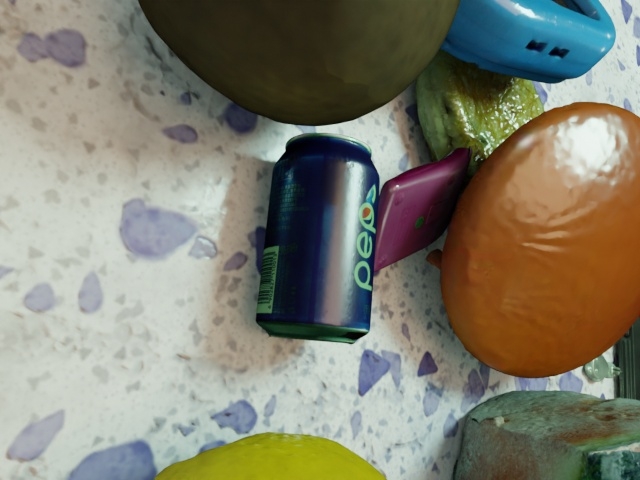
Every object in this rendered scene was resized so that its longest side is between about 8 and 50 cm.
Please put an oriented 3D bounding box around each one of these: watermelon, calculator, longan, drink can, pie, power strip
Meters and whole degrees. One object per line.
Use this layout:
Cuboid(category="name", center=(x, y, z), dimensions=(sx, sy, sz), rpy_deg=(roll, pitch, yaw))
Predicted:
Cuboid(category="watermelon", center=(0.285, 0.293, 0.633), dimensions=(0.228, 0.388, 0.258), rpy_deg=(5, 37, -12))
Cuboid(category="calculator", center=(0.126, -0.037, 0.615), dimensions=(0.190, 0.034, 0.127), rpy_deg=(-27, 139, -42))
Cuboid(category="longan", center=(-0.017, -0.240, 0.442), dimensions=(0.297, 0.297, 0.298), rpy_deg=(6, 80, -35))
Cuboid(category="drink can", center=(0.000, 0.000, 0.517), dimensions=(0.118, 0.118, 0.205), rpy_deg=(13, 77, -34))
Cuboid(category="pie", center=(0.240, -0.194, 0.747), dimensions=(0.276, 0.078, 0.277), rpy_deg=(9, 76, -38))
Cuboid(category="power strip", center=(0.505, 0.227, 0.898), dimensions=(0.083, 0.035, 0.055), rpy_deg=(21, 72, -29))

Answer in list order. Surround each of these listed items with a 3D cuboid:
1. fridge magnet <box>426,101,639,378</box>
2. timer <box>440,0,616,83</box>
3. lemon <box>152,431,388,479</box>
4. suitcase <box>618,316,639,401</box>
Cuboid(category="fridge magnet", center=(0.309, 0.007, 0.653), dimensions=(0.363, 0.155, 0.364), rpy_deg=(-7, 110, -19))
Cuboid(category="timer", center=(0.219, -0.352, 0.666), dimensions=(0.308, 0.115, 0.340), rpy_deg=(-2, 59, -31))
Cuboid(category="lemon", center=(-0.047, 0.278, 0.362), dimensions=(0.284, 0.260, 0.261), rpy_deg=(-33, 103, -29))
Cuboid(category="suitcase", center=(0.667, 0.243, 0.953), dimensions=(0.202, 0.128, 0.313), rpy_deg=(13, 76, -34))
